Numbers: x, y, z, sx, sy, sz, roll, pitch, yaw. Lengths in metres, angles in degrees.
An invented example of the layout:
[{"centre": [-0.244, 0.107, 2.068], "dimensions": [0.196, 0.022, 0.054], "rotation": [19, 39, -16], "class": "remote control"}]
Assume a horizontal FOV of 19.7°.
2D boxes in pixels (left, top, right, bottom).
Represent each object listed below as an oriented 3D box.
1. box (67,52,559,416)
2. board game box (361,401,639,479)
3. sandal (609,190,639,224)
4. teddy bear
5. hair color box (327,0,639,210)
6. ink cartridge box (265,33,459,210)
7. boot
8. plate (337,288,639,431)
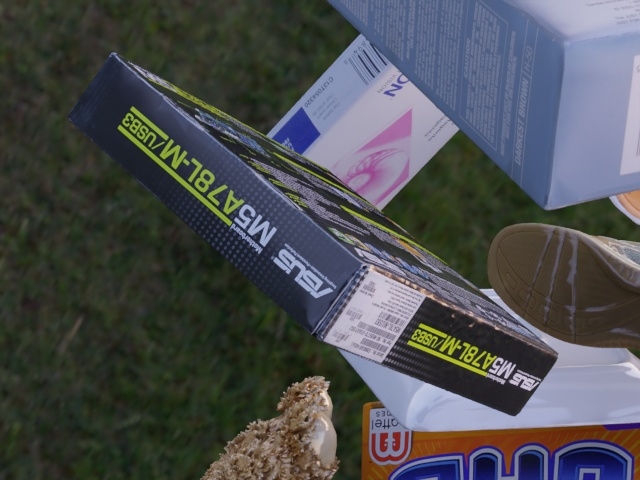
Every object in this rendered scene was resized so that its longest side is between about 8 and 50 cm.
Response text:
[{"centre": [0.000, 0.000, 0.861], "dimensions": [0.184, 0.045, 0.190], "rotation": [37, 7, 34], "class": "box"}, {"centre": [0.284, 0.352, 1.903], "dimensions": [0.356, 0.356, 0.356], "rotation": [18, 70, -50], "class": "board game box"}, {"centre": [0.372, -0.133, 1.841], "dimensions": [0.102, 0.076, 0.265], "rotation": [38, 67, -3], "class": "sandal"}, {"centre": [-0.098, 0.270, 1.830], "dimensions": [0.113, 0.338, 0.245], "rotation": [35, 25, -12], "class": "teddy bear"}, {"centre": [0.140, -0.167, 1.199], "dimensions": [0.185, 0.113, 0.374], "rotation": [-11, 34, -20], "class": "hair color box"}, {"centre": [0.100, -0.145, 2.189], "dimensions": [0.330, 0.324, 0.071], "rotation": [6, 44, -53], "class": "ink cartridge box"}, {"centre": [0.299, 0.042, 1.625], "dimensions": [0.262, 0.095, 0.203], "rotation": [14, 11, 32], "class": "boot"}, {"centre": [0.164, 0.100, 1.708], "dimensions": [0.277, 0.045, 0.278], "rotation": [0, 19, -18], "class": "plate"}]
